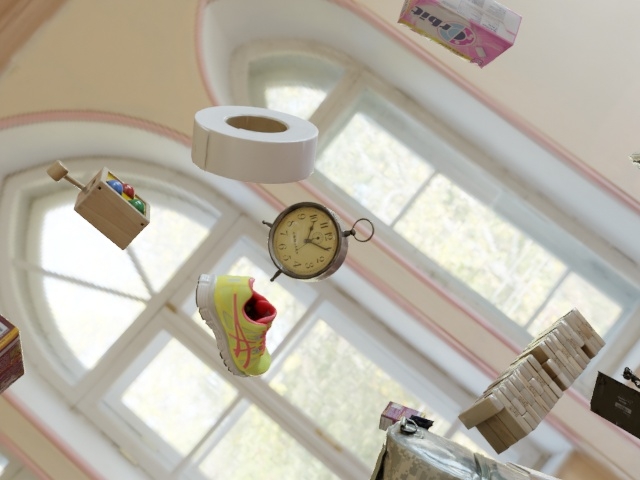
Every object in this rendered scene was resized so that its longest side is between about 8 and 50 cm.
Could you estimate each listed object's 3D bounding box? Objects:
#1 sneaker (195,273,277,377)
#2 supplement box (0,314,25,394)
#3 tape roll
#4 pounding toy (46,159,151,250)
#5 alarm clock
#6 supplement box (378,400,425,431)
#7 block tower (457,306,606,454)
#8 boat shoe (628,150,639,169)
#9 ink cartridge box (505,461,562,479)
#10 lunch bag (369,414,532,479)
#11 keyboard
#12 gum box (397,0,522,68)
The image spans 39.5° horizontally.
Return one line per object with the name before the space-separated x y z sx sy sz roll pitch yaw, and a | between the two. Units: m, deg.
sneaker | -0.100 0.124 1.267 0.208 0.094 0.081 66 -162 -45
supplement box | -0.648 0.229 1.742 0.104 0.081 0.188 -46 -14 -35
tape roll | -0.150 -0.220 2.015 0.286 0.286 0.100 -33 -43 -58
pounding toy | -0.442 -0.103 1.794 0.094 0.206 0.181 -45 19 6
alarm clock | 0.000 0.000 1.473 0.192 0.129 0.064 -12 -13 21
supplement box | 0.172 0.380 1.869 0.055 0.083 0.043 -44 -34 -53
block tower | 0.377 0.243 1.559 0.335 0.097 0.091 -30 -13 -43
boat shoe | 0.597 -0.127 1.565 0.084 0.079 0.233 -16 8 10
ink cartridge box | 0.457 0.561 1.767 0.172 0.237 0.100 -69 16 -5
lunch bag | 0.178 0.465 1.429 0.212 0.256 0.305 -36 -31 -82
keyboard | 0.560 0.288 1.615 0.180 0.023 0.108 -152 73 -66
gum box | 0.241 -0.375 1.524 0.062 0.188 0.107 -69 14 -18
